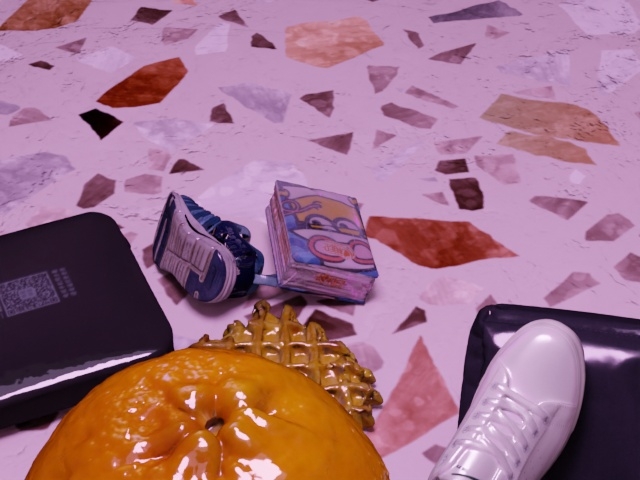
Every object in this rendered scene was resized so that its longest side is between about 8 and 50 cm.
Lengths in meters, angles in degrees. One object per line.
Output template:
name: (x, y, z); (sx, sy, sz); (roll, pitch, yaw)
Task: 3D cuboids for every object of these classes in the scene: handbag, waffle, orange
handbag: (0.287, 0.211, 1.232); (0.301, 0.275, 0.178); (7, -4, 14)
waffle: (-0.054, 0.166, 1.373); (0.231, 0.051, 0.228); (28, 45, 31)
orange: (-0.097, 0.250, 1.075); (0.340, 0.293, 0.341); (-1, 38, 1)

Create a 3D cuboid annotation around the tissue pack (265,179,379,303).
tissue pack: (0.000, 0.000, 1.538); (0.115, 0.065, 0.155); (11, 35, -20)

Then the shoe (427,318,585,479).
shoe: (0.154, 0.194, 1.119); (0.095, 0.265, 0.110); (27, 6, 18)

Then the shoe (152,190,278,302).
shoe: (-0.136, 0.010, 1.552); (0.106, 0.092, 0.207); (3, 25, -38)

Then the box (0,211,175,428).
box: (-0.336, 0.089, 1.458); (0.289, 0.073, 0.290); (-17, 41, -19)
